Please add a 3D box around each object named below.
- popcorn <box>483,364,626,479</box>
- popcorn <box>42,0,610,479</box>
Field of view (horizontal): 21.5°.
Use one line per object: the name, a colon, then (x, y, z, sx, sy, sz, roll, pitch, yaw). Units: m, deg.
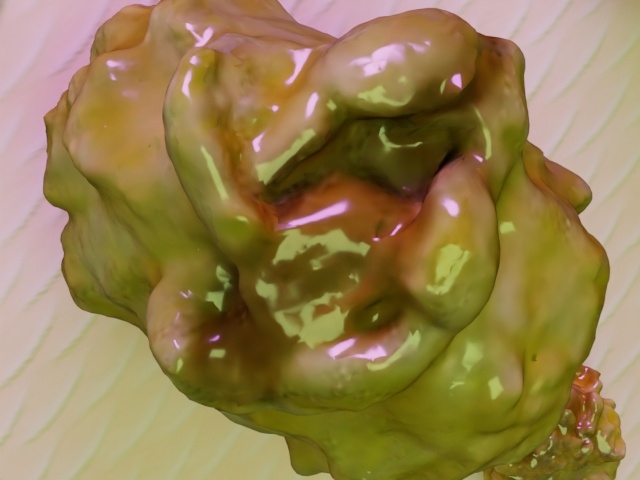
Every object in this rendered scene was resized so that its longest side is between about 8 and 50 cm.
popcorn: (0.118, 0.101, 0.866, 0.082, 0.057, 0.083, 35, 90, -21)
popcorn: (0.000, 0.000, 0.725, 0.256, 0.255, 0.195, 38, 75, 7)
